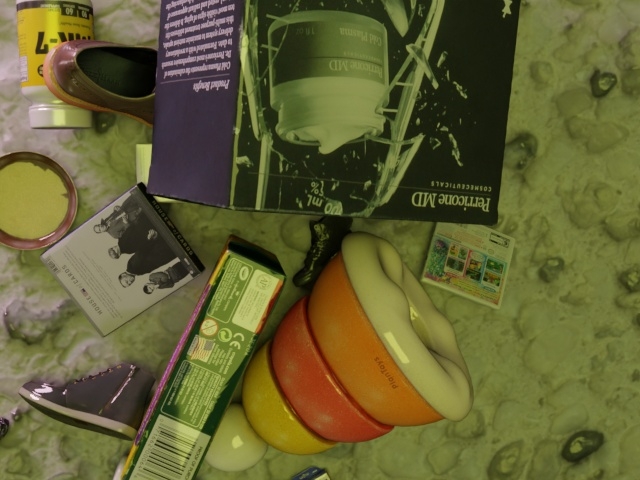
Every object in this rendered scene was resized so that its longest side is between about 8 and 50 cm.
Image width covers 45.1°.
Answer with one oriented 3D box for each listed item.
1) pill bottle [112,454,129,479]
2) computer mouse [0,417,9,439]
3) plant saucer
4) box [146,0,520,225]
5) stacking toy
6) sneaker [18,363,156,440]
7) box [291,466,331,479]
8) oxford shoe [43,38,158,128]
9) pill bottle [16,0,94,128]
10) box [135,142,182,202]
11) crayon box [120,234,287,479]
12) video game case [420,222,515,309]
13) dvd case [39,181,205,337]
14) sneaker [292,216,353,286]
[{"bbox_3d":[-0.287,0.441,1.352,0.160,0.087,0.087,21,92,-9],"label":"pill bottle"},{"bbox_3d":[-0.643,0.316,1.316,0.193,0.042,0.106,30,95,-15],"label":"computer mouse"},{"bbox_3d":[-0.497,-0.068,1.307,0.168,0.029,0.169,-1,94,-8],"label":"plant saucer"},{"bbox_3d":[0.025,-0.276,1.150,0.479,0.297,0.472,1,97,-33],"label":"box"},{"bbox_3d":[-0.018,0.239,1.304,0.479,0.350,0.351,-33,99,14],"label":"stacking toy"},{"bbox_3d":[-0.401,0.260,1.336,0.221,0.083,0.118,16,61,6],"label":"sneaker"},{"bbox_3d":[-0.001,0.489,1.427,0.081,0.028,0.136,-30,100,-4],"label":"box"},{"bbox_3d":[-0.242,-0.239,1.229,0.363,0.132,0.130,2,92,-34],"label":"oxford shoe"},{"bbox_3d":[-0.426,-0.287,1.252,0.119,0.119,0.209,-3,96,-8],"label":"pill bottle"},{"bbox_3d":[-0.257,-0.115,1.307,0.101,0.087,0.101,-2,95,-8],"label":"box"},{"bbox_3d":[-0.177,0.183,1.230,0.106,0.313,0.363,25,92,-6],"label":"crayon box"},{"bbox_3d":[0.270,0.035,1.405,0.157,0.019,0.143,21,71,-10],"label":"video game case"},{"bbox_3d":[-0.335,0.037,1.292,0.238,0.029,0.179,-32,99,22],"label":"dvd case"},{"bbox_3d":[0.000,0.000,1.374,0.170,0.051,0.089,-37,99,-8],"label":"sneaker"}]
